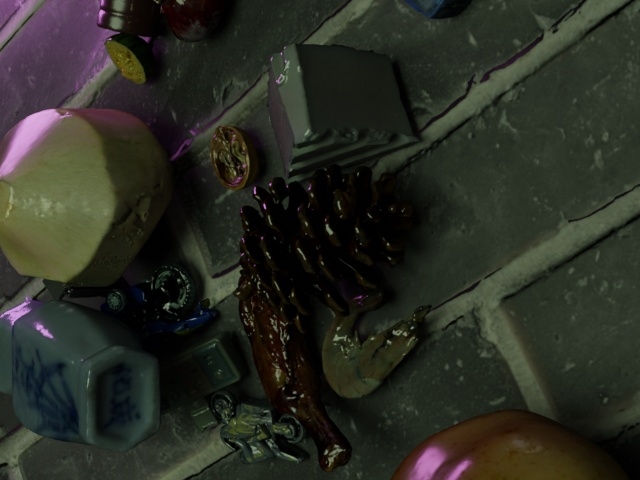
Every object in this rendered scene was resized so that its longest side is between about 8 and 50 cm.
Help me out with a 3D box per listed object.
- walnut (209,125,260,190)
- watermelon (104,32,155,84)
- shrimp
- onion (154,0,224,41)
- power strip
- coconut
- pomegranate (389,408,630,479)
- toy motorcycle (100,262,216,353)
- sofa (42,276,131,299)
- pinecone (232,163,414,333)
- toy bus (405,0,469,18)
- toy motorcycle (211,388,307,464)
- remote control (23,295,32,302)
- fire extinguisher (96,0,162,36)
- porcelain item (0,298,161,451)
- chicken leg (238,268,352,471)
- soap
[{"bbox_3d":[-0.138,-0.141,1.974,0.091,0.052,0.121,-36,68,38],"label":"walnut"},{"bbox_3d":[-0.342,-0.339,2.122,0.105,0.062,0.105,34,152,20],"label":"watermelon"},{"bbox_3d":[0.084,0.142,1.801,0.254,0.059,0.145,-54,50,34],"label":"shrimp"},{"bbox_3d":[-0.214,-0.440,1.969,0.098,0.151,0.205,2,110,26],"label":"onion"},{"bbox_3d":[-0.222,0.262,2.048,0.216,0.061,0.145,-25,98,23],"label":"power strip"},{"bbox_3d":[-0.428,-0.080,2.041,0.353,0.353,0.352,3,95,41],"label":"coconut"},{"bbox_3d":[0.263,0.406,1.470,0.411,0.411,0.411,3,95,41],"label":"pomegranate"},{"bbox_3d":[-0.325,0.161,2.121,0.315,0.113,0.169,-29,85,30],"label":"toy motorcycle"},{"bbox_3d":[-0.441,0.089,2.185,0.085,0.147,0.060,45,116,30],"label":"sofa"},{"bbox_3d":[0.000,0.000,1.762,0.309,0.244,0.244,-25,75,17],"label":"pinecone"},{"bbox_3d":[0.132,-0.418,1.716,0.236,0.079,0.094,48,137,28],"label":"toy bus"},{"bbox_3d":[-0.106,0.328,1.966,0.193,0.061,0.124,14,111,27],"label":"toy motorcycle"},{"bbox_3d":[-0.619,0.197,2.423,0.061,0.029,0.162,40,117,33],"label":"remote control"},{"bbox_3d":[-0.326,-0.541,2.066,0.135,0.114,0.337,16,103,17],"label":"fire extinguisher"},{"bbox_3d":[-0.424,0.227,2.007,0.405,0.178,0.242,13,105,52],"label":"porcelain item"},{"bbox_3d":[-0.041,0.204,1.862,0.158,0.096,0.407,103,149,-50],"label":"chicken leg"},{"bbox_3d":[-0.046,-0.179,1.758,0.302,0.258,0.159,-19,81,41],"label":"soap"}]
